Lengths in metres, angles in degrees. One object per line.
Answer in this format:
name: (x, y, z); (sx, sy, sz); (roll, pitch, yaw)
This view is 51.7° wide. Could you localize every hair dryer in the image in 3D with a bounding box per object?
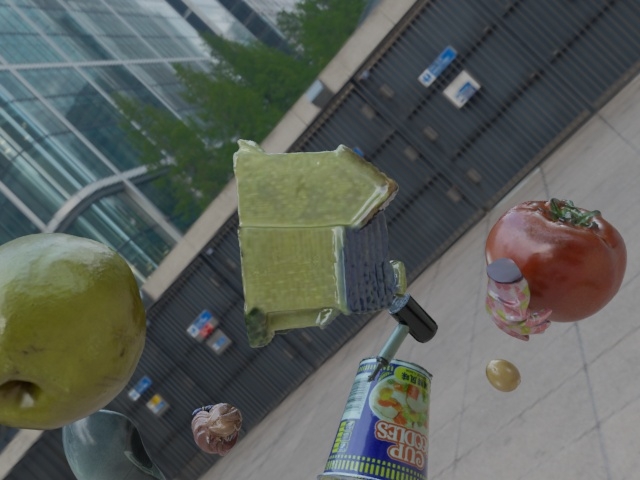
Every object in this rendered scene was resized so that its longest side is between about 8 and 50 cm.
hair dryer: (0.149, 0.206, 1.299); (0.198, 0.100, 0.057); (-50, 16, -27)

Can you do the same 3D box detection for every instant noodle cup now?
instant noodle cup: (0.159, 0.470, 1.650); (0.284, 0.284, 0.312); (133, 155, -59)

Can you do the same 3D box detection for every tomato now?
tomato: (0.591, 0.047, 1.696); (0.341, 0.341, 0.273); (-45, -28, -60)

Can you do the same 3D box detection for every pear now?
pear: (-0.213, 0.069, 0.522); (0.149, 0.149, 0.162); (-46, 22, 22)

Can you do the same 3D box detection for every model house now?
model house: (0.000, 0.000, 1.101); (0.266, 0.321, 0.261); (-5, -2, 2)

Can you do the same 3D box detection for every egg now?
egg: (0.471, 0.348, 1.714); (0.080, 0.096, 0.080); (-54, 8, 12)

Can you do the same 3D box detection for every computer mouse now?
computer mouse: (-0.419, 0.513, 1.404); (0.167, 0.379, 0.090); (-25, 22, 15)

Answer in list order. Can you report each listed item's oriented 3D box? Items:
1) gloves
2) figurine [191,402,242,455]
gloves: (0.439, 0.155, 1.509); (0.126, 0.241, 0.145); (-34, 35, -23)
figurine: (-0.240, 0.437, 1.537); (0.114, 0.126, 0.157); (-39, 0, -24)
